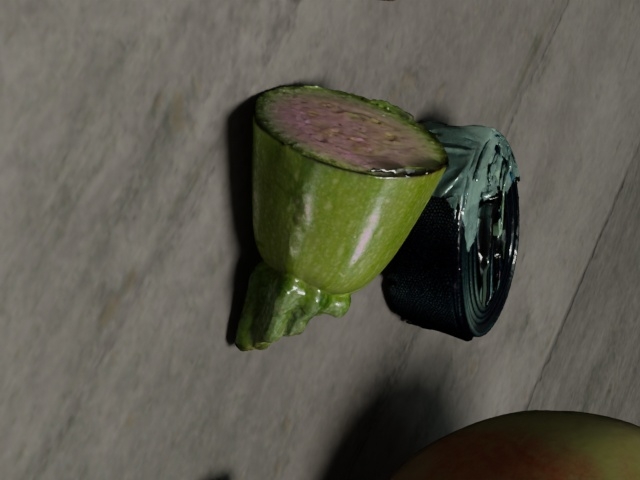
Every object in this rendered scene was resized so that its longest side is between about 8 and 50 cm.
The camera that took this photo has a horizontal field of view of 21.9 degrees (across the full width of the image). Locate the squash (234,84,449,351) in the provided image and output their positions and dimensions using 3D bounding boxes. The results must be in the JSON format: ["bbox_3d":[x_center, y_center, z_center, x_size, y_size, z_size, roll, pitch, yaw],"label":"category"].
[{"bbox_3d":[0.002,0.001,0.849,0.105,0.105,0.132,-24,134,-56],"label":"squash"}]

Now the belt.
[{"bbox_3d":[0.085,-0.006,1.013,0.105,0.058,0.140,-44,137,-49],"label":"belt"}]

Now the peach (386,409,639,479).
[{"bbox_3d":[0.122,0.243,0.970,0.247,0.292,0.292,6,96,-37],"label":"peach"}]
